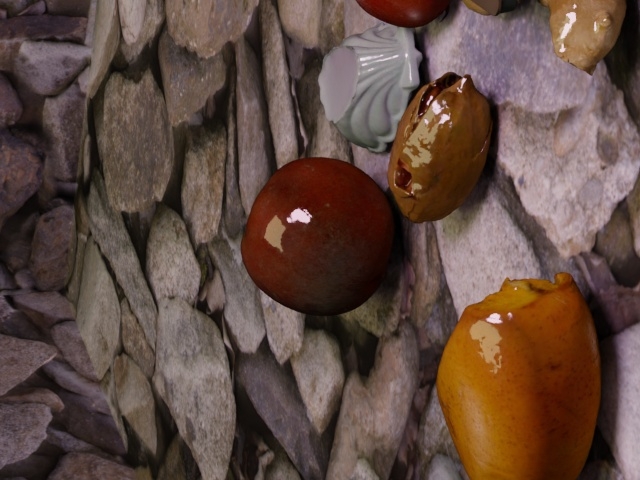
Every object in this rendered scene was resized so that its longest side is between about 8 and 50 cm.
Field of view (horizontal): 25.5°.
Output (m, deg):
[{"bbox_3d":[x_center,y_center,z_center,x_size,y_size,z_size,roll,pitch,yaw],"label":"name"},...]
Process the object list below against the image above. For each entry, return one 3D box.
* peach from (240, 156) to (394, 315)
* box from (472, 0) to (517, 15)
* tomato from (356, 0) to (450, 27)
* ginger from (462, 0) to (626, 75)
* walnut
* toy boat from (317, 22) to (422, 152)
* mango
[{"bbox_3d":[0.000,0.000,2.244,0.252,0.252,0.252,176,90,-66],"label":"peach"},{"bbox_3d":[0.206,-0.333,1.732,0.126,0.031,0.091,-127,32,-60],"label":"box"},{"bbox_3d":[0.114,-0.382,2.021,0.167,0.167,0.167,176,90,-66],"label":"tomato"},{"bbox_3d":[0.281,-0.399,1.704,0.348,0.122,0.363,46,133,49],"label":"ginger"},{"bbox_3d":[0.168,-0.127,1.972,0.137,0.137,0.245,58,134,47],"label":"walnut"},{"bbox_3d":[0.068,-0.244,2.206,0.290,0.100,0.199,144,118,-64],"label":"toy boat"},{"bbox_3d":[0.247,0.206,1.780,0.199,0.201,0.350,-82,-8,-65],"label":"mango"}]
